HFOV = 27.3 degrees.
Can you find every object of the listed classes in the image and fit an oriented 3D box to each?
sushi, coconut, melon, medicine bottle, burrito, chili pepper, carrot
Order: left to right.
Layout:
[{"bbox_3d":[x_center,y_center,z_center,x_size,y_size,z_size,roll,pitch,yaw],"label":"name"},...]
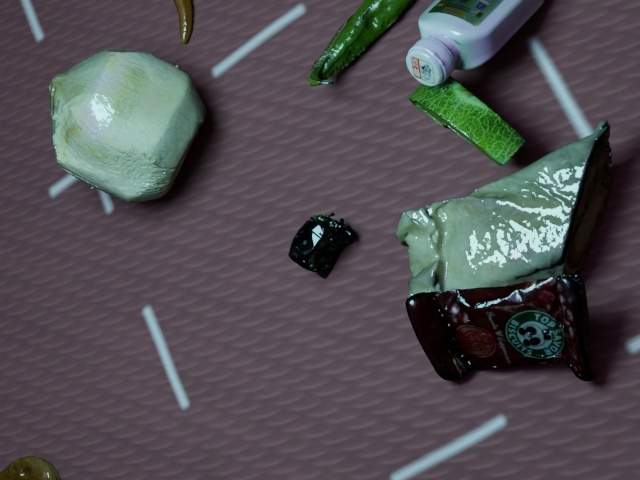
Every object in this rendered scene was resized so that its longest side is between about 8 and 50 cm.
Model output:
[{"bbox_3d":[-0.305,-0.178,1.995,0.230,0.227,0.227,25,90,-7],"label":"coconut"},{"bbox_3d":[-0.224,-0.386,2.124,0.035,0.035,0.142,-16,75,23],"label":"carrot"},{"bbox_3d":[0.000,0.000,1.885,0.085,0.083,0.056,-47,61,12],"label":"sushi"},{"bbox_3d":[0.103,-0.361,1.923,0.359,0.076,0.085,-54,42,2],"label":"chili pepper"},{"bbox_3d":[0.200,-0.169,1.801,0.064,0.118,0.209,-48,58,1],"label":"melon"},{"bbox_3d":[0.203,-0.297,1.797,0.115,0.078,0.219,24,57,34],"label":"medicine bottle"},{"bbox_3d":[0.256,-0.008,1.745,0.347,0.107,0.175,-25,83,23],"label":"burrito"}]

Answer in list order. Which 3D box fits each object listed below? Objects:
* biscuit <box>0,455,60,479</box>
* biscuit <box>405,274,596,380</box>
[{"bbox_3d":[-0.546,0.420,2.091,0.277,0.052,0.262,33,90,30],"label":"biscuit"},{"bbox_3d":[0.241,0.118,1.708,0.235,0.151,0.063,-5,36,28],"label":"biscuit"}]
